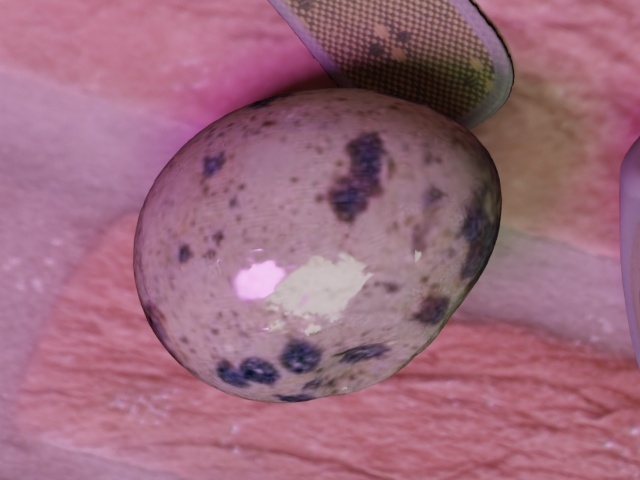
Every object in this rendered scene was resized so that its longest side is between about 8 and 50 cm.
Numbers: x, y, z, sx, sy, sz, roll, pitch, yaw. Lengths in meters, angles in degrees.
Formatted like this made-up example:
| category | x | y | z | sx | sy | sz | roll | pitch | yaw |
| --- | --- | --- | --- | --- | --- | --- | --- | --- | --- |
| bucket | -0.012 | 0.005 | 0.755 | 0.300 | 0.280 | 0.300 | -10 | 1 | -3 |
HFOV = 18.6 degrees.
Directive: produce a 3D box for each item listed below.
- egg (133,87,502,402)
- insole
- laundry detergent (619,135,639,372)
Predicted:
| category | x | y | z | sx | sy | sz | roll | pitch | yaw |
| --- | --- | --- | --- | --- | --- | --- | --- | --- | --- |
| egg | 0.000 | 0.000 | 0.897 | 0.181 | 0.141 | 0.141 | -24 | 125 | 23 |
| insole | -0.025 | -0.154 | 0.856 | 0.109 | 0.007 | 0.322 | -28 | 123 | 25 |
| laundry detergent | 0.253 | 0.073 | 0.919 | 0.215 | 0.105 | 0.280 | 13 | 134 | 39 |
